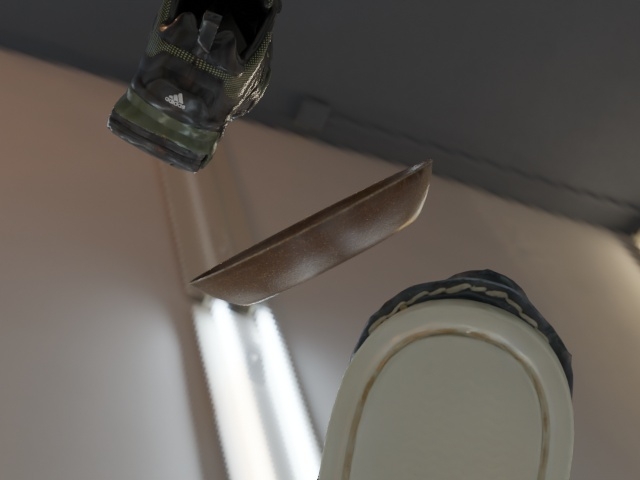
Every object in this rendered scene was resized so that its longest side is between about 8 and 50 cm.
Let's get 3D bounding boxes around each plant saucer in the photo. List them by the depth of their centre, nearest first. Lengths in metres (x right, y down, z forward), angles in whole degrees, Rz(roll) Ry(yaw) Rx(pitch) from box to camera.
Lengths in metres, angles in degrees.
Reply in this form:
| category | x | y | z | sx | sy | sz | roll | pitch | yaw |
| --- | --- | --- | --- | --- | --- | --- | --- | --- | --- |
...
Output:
| category | x | y | z | sx | sy | sz | roll | pitch | yaw |
| --- | --- | --- | --- | --- | --- | --- | --- | --- | --- |
| plant saucer | 0.000 | 0.000 | 1.011 | 0.036 | 0.198 | 0.198 | 62 | -154 | -3 |

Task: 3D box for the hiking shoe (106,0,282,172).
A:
| category | x | y | z | sx | sy | sz | roll | pitch | yaw |
| --- | --- | --- | --- | --- | --- | --- | --- | --- | --- |
| hiking shoe | -0.055 | -0.131 | 0.843 | 0.086 | 0.114 | 0.227 | 29 | -151 | -11 |

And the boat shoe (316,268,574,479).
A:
| category | x | y | z | sx | sy | sz | roll | pitch | yaw |
| --- | --- | --- | --- | --- | --- | --- | --- | --- | --- |
| boat shoe | 0.018 | 0.131 | 0.428 | 0.095 | 0.254 | 0.079 | 11 | -169 | 10 |
